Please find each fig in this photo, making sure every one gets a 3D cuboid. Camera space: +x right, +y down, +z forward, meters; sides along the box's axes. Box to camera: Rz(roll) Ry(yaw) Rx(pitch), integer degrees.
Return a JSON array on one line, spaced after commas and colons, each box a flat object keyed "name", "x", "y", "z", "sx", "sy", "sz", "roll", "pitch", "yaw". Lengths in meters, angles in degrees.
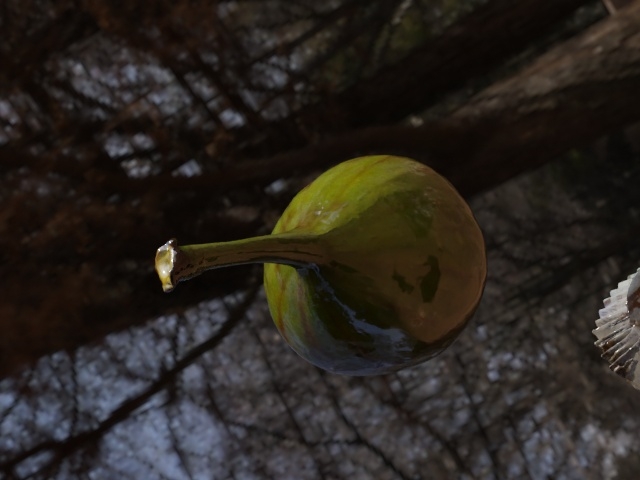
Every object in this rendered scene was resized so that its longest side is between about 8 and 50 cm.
[{"name": "fig", "x": 0.000, "y": 0.000, "z": 0.825, "sx": 0.259, "sy": 0.151, "sz": 0.151, "roll": 26, "pitch": -143, "yaw": -53}]

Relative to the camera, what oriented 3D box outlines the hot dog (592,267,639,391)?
[{"name": "hot dog", "x": 0.250, "y": 0.081, "z": 0.766, "sx": 0.191, "sy": 0.108, "sz": 0.059, "roll": 42, "pitch": 166, "yaw": 9}]
